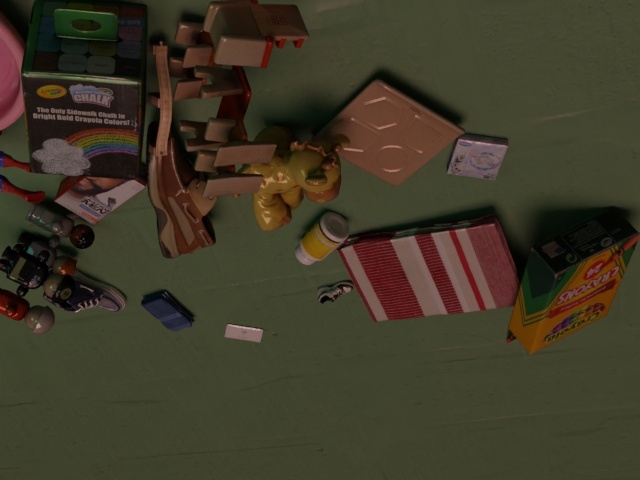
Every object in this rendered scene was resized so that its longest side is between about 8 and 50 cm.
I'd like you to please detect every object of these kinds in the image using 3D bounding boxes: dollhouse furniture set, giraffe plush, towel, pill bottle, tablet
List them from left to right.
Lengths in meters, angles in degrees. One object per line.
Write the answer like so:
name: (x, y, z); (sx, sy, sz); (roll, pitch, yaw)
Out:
towel: (-0.336, 0.156, 2.225); (0.067, 0.029, 0.119); (-17, 137, 24)
dollhouse furniture set: (-0.123, -0.237, 1.539); (0.135, 0.262, 0.259); (-4, 145, -25)
tablet: (-0.174, 0.211, 2.296); (0.083, 0.006, 0.054); (9, 141, -6)
giraffe plush: (-0.035, -0.120, 1.712); (0.170, 0.182, 0.210); (-1, 159, 26)
pill bottle: (0.000, 0.000, 1.971); (0.065, 0.065, 0.116); (24, 137, -23)
towel: (0.222, 0.062, 2.013); (0.328, 0.037, 0.237); (-9, 131, 22)

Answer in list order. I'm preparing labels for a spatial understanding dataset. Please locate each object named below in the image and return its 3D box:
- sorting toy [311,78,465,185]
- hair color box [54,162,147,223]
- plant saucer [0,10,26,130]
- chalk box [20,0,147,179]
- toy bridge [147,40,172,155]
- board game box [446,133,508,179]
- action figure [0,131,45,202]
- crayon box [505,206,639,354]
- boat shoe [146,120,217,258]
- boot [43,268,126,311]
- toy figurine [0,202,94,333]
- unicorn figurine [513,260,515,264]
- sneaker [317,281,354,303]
sorting toy: (0.116, -0.187, 1.756); (0.193, 0.038, 0.208); (26, 141, -25)
hair color box: (-0.408, -0.104, 1.890); (0.093, 0.053, 0.167); (34, 131, -31)
plant saucer: (-0.624, -0.307, 1.633); (0.332, 0.084, 0.332); (2, 141, 2)
chalk box: (-0.363, -0.258, 1.582); (0.180, 0.179, 0.289); (4, 141, -10)
toy bridge: (-0.259, -0.229, 1.643); (0.026, 0.063, 0.188); (-6, 110, -25)
board game box: (0.277, -0.149, 1.797); (0.090, 0.020, 0.090); (8, 142, -4)
action figure: (-0.581, -0.146, 1.794); (0.280, 0.139, 0.092); (18, 109, 21)
crayon box: (0.482, 0.097, 1.966); (0.202, 0.081, 0.319); (-25, 146, -18)
boat shoe: (-0.249, -0.094, 1.849); (0.119, 0.123, 0.324); (-6, 144, -4)
boot: (-0.504, 0.126, 2.156); (0.190, 0.086, 0.069); (31, 134, -29)
toy figurine: (-0.539, 0.054, 1.971); (0.148, 0.210, 0.213); (28, 136, -11)
unicorn figurine: (0.381, 0.092, 2.055); (0.111, 0.060, 0.162); (-7, 143, 20)
sneaker: (0.033, 0.112, 2.131); (0.083, 0.037, 0.032); (-18, 134, 23)
